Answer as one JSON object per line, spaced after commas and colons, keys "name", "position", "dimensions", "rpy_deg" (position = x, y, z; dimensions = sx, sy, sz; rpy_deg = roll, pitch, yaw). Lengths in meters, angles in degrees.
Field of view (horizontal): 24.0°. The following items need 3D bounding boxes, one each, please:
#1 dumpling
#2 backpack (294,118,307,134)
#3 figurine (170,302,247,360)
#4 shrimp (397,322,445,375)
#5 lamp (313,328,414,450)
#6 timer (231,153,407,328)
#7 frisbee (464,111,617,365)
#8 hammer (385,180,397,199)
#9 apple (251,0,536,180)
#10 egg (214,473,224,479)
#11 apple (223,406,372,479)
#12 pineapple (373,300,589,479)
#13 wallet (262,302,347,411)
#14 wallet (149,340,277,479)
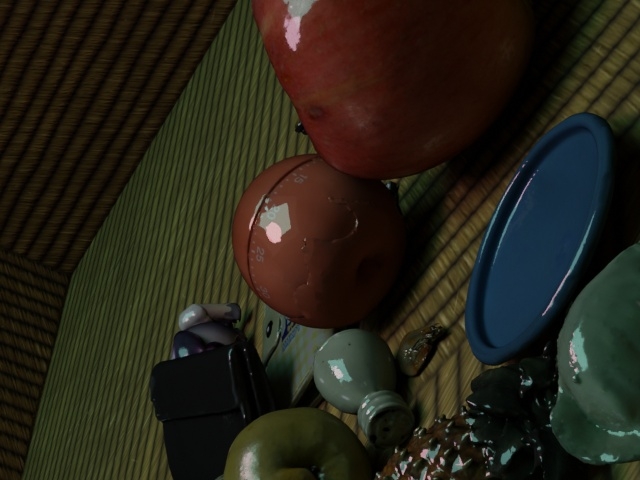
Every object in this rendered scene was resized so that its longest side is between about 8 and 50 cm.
{"name": "dumpling", "position": [0.276, 0.099, 1.274], "dimensions": [0.219, 0.152, 0.108], "rpy_deg": [-61, -5, -15]}
{"name": "backpack", "position": [0.081, -0.249, 2.300], "dimensions": [0.258, 0.133, 0.206], "rpy_deg": [-55, 11, 17]}
{"name": "figurine", "position": [-0.193, 0.186, 2.539], "dimensions": [0.145, 0.145, 0.222], "rpy_deg": [-60, 21, 22]}
{"name": "shrimp", "position": [0.123, 0.135, 1.840], "dimensions": [0.108, 0.023, 0.059], "rpy_deg": [148, 132, -62]}
{"name": "lamp", "position": [0.058, 0.183, 1.857], "dimensions": [0.106, 0.106, 0.193], "rpy_deg": [-63, 28, 14]}
{"name": "timer", "position": [0.000, 0.000, 2.023], "dimensions": [0.215, 0.229, 0.230], "rpy_deg": [35, 103, 43]}
{"name": "frisbee", "position": [0.242, 0.002, 1.595], "dimensions": [0.289, 0.049, 0.289], "rpy_deg": [-60, 15, 28]}
{"name": "hammer", "position": [0.064, -0.007, 2.210], "dimensions": [0.182, 0.017, 0.062], "rpy_deg": [-55, 20, 39]}
{"name": "apple", "position": [0.098, -0.269, 1.886], "dimensions": [0.364, 0.363, 0.364], "rpy_deg": [-56, 20, 33]}
{"name": "egg", "position": [-0.091, 0.375, 1.974], "dimensions": [0.141, 0.141, 0.181], "rpy_deg": [-66, 25, 4]}
{"name": "apple", "position": [-0.028, 0.292, 1.826], "dimensions": [0.200, 0.200, 0.200], "rpy_deg": [-56, 20, 33]}
{"name": "pineapple", "position": [0.185, 0.194, 1.409], "dimensions": [0.310, 0.141, 0.170], "rpy_deg": [-48, 39, 26]}
{"name": "wallet", "position": [-0.021, 0.113, 2.213], "dimensions": [0.223, 0.077, 0.310], "rpy_deg": [-50, 28, 42]}
{"name": "wallet", "position": [-0.160, 0.278, 2.265], "dimensions": [0.406, 0.062, 0.228], "rpy_deg": [-22, 84, 65]}
